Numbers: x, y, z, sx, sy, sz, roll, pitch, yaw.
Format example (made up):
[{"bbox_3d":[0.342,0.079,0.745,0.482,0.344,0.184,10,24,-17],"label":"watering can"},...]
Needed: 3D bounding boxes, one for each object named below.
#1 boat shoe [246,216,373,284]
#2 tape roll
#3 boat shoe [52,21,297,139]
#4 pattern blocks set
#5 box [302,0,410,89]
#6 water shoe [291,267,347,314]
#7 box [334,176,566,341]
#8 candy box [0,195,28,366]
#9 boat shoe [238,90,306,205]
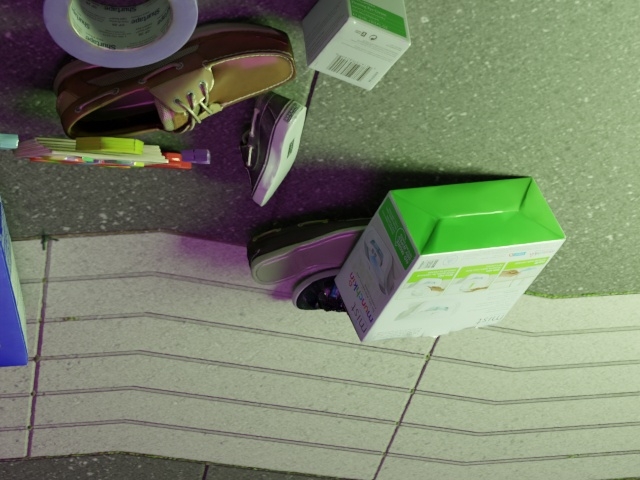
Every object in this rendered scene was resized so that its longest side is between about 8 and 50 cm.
[{"bbox_3d":[0.000,0.000,2.360,0.227,0.069,0.081,-14,138,-3],"label":"boat shoe"},{"bbox_3d":[-0.246,-0.305,1.920,0.189,0.080,0.189,-5,143,-3],"label":"tape roll"},{"bbox_3d":[-0.190,-0.192,2.041,0.324,0.120,0.122,-11,142,7],"label":"boat shoe"},{"bbox_3d":[-0.307,-0.115,2.070,0.325,0.026,0.285,3,178,-16],"label":"pattern blocks set"},{"bbox_3d":[0.046,-0.267,2.003,0.101,0.087,0.102,18,136,-28],"label":"box"},{"bbox_3d":[0.053,0.089,2.475,0.203,0.080,0.073,-13,142,8],"label":"water shoe"},{"bbox_3d":[0.191,0.032,2.329,0.262,0.127,0.231,-7,148,-28],"label":"box"},{"bbox_3d":[-0.587,0.066,2.322,0.268,0.122,0.317,-4,142,-5],"label":"candy box"},{"bbox_3d":[-0.074,-0.133,2.184,0.070,0.078,0.219,31,144,8],"label":"boat shoe"}]
